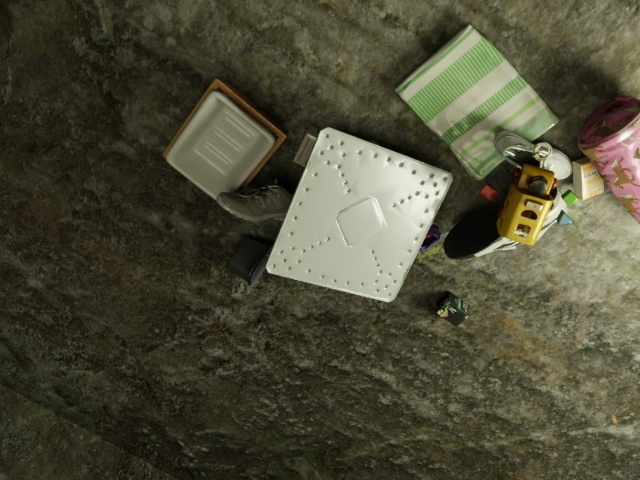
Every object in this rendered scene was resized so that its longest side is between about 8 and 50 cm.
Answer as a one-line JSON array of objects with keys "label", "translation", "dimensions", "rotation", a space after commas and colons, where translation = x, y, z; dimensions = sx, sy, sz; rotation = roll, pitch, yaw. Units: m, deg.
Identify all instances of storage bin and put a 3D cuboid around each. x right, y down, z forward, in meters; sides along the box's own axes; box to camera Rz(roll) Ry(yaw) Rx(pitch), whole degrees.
[{"label": "storage bin", "translation": [-0.212, 0.060, 1.784], "dimensions": [0.091, 0.135, 0.098], "rotation": [27, 150, 10]}]

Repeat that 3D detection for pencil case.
[{"label": "pencil case", "translation": [0.765, -0.152, 1.371], "dimensions": [0.386, 0.167, 0.160], "rotation": [42, 145, -15]}]

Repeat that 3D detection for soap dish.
[{"label": "soap dish", "translation": [-0.253, -0.262, 1.585], "dimensions": [0.229, 0.118, 0.291], "rotation": [38, 123, -12]}]

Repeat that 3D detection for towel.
[{"label": "towel", "translation": [0.371, -0.325, 1.432], "dimensions": [0.325, 0.038, 0.248], "rotation": [43, 122, -14]}]

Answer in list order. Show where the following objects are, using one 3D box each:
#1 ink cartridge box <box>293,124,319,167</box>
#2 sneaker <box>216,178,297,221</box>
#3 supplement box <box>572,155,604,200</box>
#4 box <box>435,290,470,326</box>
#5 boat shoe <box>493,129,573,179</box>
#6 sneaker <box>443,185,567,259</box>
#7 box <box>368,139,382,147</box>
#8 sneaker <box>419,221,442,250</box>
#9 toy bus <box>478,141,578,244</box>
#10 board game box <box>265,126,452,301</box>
[{"label": "ink cartridge box", "translation": [0.008, -0.228, 1.577], "dimensions": [0.135, 0.056, 0.099], "rotation": [26, 126, -4]}, {"label": "sneaker", "translation": [-0.154, -0.119, 1.617], "dimensions": [0.281, 0.105, 0.115], "rotation": [0, 114, -39]}, {"label": "supplement box", "translation": [0.657, -0.155, 1.456], "dimensions": [0.062, 0.036, 0.098], "rotation": [-21, 119, -7]}, {"label": "box", "translation": [0.394, 0.204, 1.765], "dimensions": [0.083, 0.052, 0.062], "rotation": [35, 126, -11]}, {"label": "boat shoe", "translation": [0.517, -0.188, 1.435], "dimensions": [0.226, 0.076, 0.083], "rotation": [17, 130, -14]}, {"label": "sneaker", "translation": [0.485, -0.021, 1.544], "dimensions": [0.330, 0.122, 0.146], "rotation": [-28, 138, 28]}, {"label": "box", "translation": [0.061, -0.115, 1.557], "dimensions": [0.067, 0.063, 0.324], "rotation": [36, 99, -11]}, {"label": "sneaker", "translation": [0.262, 0.006, 1.657], "dimensions": [0.170, 0.071, 0.068], "rotation": [-33, 110, 31]}, {"label": "toy bus", "translation": [0.482, -0.090, 1.367], "dimensions": [0.191, 0.104, 0.202], "rotation": [-28, 105, 21]}, {"label": "board game box", "translation": [0.096, -0.055, 1.522], "dimensions": [0.390, 0.050, 0.390], "rotation": [16, 108, -24]}]
